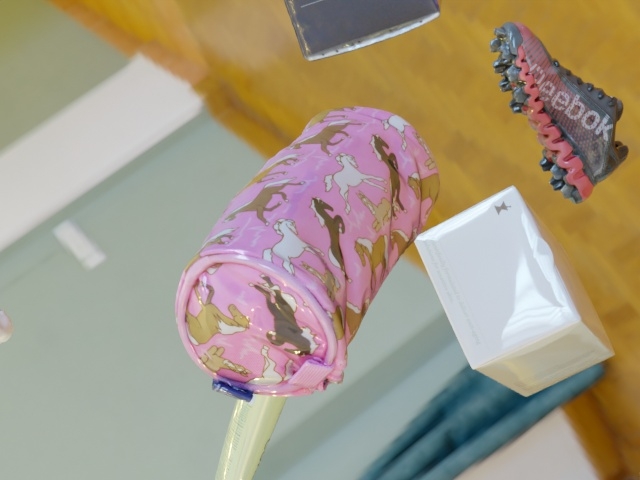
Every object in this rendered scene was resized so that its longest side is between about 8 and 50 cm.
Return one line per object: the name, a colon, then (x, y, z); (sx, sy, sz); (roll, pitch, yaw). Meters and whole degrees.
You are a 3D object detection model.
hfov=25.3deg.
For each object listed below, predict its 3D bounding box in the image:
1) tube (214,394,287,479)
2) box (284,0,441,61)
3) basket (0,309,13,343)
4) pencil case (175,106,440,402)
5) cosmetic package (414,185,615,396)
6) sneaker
tube: (-0.092, 0.250, 1.786); (0.062, 0.240, 0.070); (27, -165, 23)
box: (0.012, -0.257, 1.075); (0.153, 0.108, 0.207); (-75, -35, -71)
basket: (-0.618, 0.099, 1.686); (0.328, 0.331, 0.266); (-2, -123, -58)
pencil case: (0.000, 0.000, 1.385); (0.160, 0.386, 0.167); (4, 118, 18)
cosmetic package: (0.268, 0.078, 1.900); (0.197, 0.155, 0.365); (67, -167, 19)
sneaker: (0.333, -0.191, 1.946); (0.276, 0.135, 0.097); (59, -178, -18)
